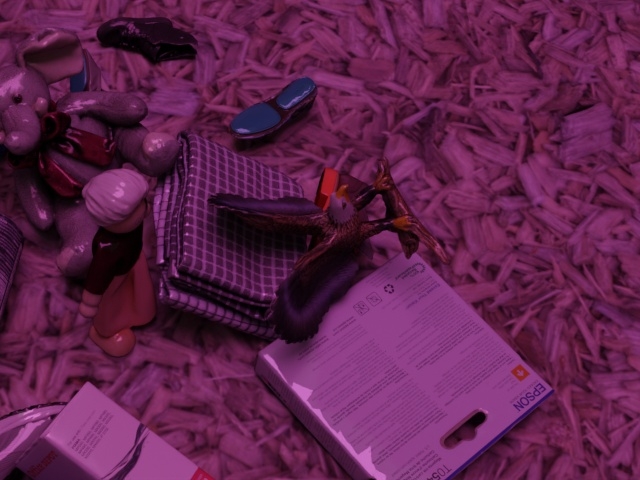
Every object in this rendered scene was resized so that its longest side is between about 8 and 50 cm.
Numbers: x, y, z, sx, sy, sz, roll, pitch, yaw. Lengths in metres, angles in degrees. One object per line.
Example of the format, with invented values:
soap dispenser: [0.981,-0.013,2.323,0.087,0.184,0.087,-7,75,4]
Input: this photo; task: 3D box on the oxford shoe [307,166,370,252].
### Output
oxford shoe: [0.034,-0.005,1.914,0.098,0.097,0.271,13,53,-6]

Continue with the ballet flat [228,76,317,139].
ballet flat: [-0.080,-0.216,2.068,0.188,0.070,0.070,-32,65,-22]

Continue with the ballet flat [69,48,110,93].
ballet flat: [-0.394,-0.238,2.046,0.068,0.072,0.213,16,49,-32]

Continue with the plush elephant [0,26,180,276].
plush elephant: [-0.417,-0.166,1.798,0.272,0.255,0.330,-45,49,15]

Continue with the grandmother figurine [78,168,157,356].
grandmother figurine: [-0.285,0.016,1.696,0.104,0.342,0.208,9,54,-2]

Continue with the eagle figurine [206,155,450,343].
eagle figurine: [-0.001,-0.008,1.733,0.298,0.225,0.226,-26,33,-18]

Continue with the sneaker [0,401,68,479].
sneaker: [-0.443,0.299,1.636,0.271,0.100,0.108,-23,85,-26]

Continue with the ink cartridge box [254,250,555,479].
ink cartridge box: [0.126,0.211,1.788,0.324,0.071,0.330,-33,68,-28]

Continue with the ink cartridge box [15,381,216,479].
ink cartridge box: [-0.262,0.311,1.550,0.237,0.172,0.100,39,56,-6]

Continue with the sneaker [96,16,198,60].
sneaker: [-0.313,-0.361,2.145,0.170,0.051,0.089,-10,52,-19]

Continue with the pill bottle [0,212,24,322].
pill bottle: [-0.529,0.080,1.747,0.130,0.130,0.246,9,54,-2]

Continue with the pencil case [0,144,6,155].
pencil case: [-0.620,-0.267,1.990,0.306,0.119,0.133,36,52,17]

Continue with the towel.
towel: [-0.134,-0.011,1.811,0.235,0.121,0.284,24,45,-33]
